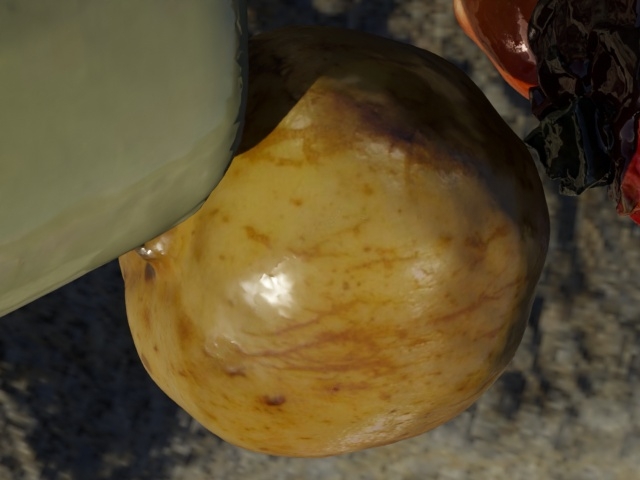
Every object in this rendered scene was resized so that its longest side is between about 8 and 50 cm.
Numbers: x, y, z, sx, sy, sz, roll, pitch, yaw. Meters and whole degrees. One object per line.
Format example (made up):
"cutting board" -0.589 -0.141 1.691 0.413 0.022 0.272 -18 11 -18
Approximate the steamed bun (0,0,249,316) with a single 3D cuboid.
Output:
"steamed bun" -0.243 -0.175 0.791 0.371 0.290 0.456 -26 78 -31

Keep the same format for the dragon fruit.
"dragon fruit" 0.269 -0.099 1.109 0.244 0.299 0.244 4 90 -77

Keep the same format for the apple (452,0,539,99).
"apple" 0.173 -0.168 1.330 0.139 0.163 0.163 -43 121 3

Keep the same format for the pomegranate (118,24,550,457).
"pomegranate" 0.000 0.000 0.998 0.248 0.248 0.248 -5 99 -35
